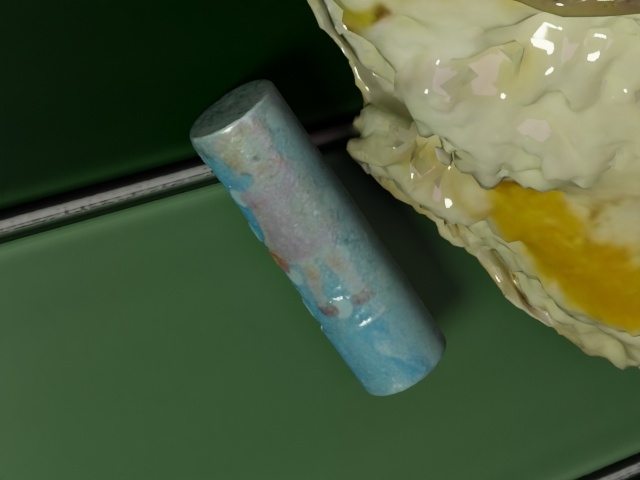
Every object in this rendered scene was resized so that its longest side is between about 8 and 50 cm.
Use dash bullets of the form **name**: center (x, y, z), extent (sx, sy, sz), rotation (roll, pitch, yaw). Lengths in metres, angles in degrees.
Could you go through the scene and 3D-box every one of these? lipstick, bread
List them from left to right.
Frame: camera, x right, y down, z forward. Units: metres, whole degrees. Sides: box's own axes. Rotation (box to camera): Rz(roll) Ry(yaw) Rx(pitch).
- **lipstick**: center (0.000, 0.000, 0.805), extent (0.048, 0.048, 0.158), rotation (-44, 114, -20)
- **bread**: center (0.212, -0.156, 0.798), extent (0.361, 0.250, 0.394), rotation (41, 73, -28)
